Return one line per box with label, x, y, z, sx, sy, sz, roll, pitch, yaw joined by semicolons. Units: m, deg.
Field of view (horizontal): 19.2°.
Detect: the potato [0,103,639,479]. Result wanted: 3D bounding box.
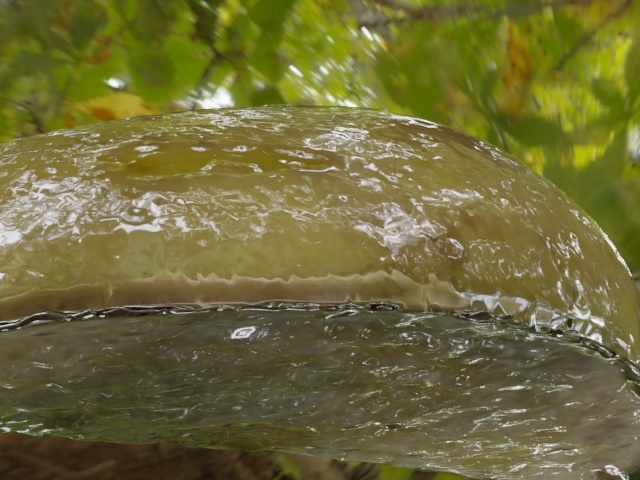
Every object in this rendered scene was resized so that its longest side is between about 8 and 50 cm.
potato;-0.002;-0.002;0.467;0.120;0.261;0.100;-34;-125;43
